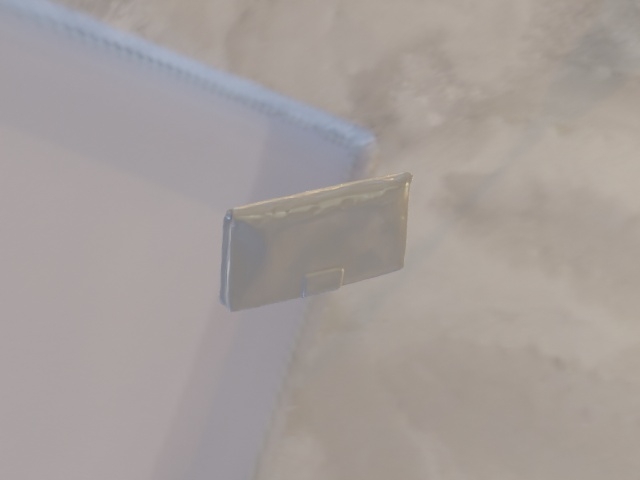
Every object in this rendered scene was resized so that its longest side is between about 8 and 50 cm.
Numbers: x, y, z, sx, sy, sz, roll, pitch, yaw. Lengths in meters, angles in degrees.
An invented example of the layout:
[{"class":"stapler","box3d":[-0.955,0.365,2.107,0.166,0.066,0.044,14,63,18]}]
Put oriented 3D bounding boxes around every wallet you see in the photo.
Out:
[{"class":"wallet","box3d":[0.000,0.000,0.638,0.083,0.011,0.044,-13,-58,-33]}]
